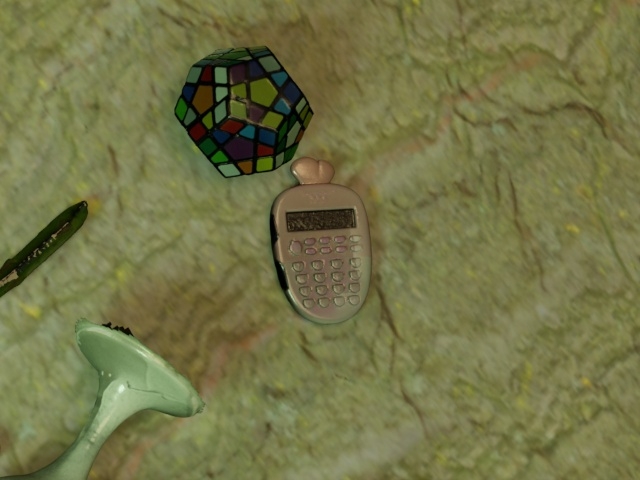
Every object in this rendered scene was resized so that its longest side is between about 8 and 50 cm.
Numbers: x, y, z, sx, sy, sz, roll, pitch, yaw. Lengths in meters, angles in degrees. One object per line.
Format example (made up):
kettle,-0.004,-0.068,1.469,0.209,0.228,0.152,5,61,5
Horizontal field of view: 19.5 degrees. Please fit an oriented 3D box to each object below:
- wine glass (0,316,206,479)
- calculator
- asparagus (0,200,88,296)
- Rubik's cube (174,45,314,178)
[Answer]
wine glass,-0.239,0.226,1.599,0.143,0.143,0.321,38,69,-9
calculator,0.000,0.000,1.813,0.103,0.024,0.165,-3,81,-22
asparagus,-0.299,0.039,1.680,0.236,0.027,0.034,-39,88,-25
Rubik's cube,-0.073,-0.123,1.765,0.112,0.133,0.133,-36,92,3
